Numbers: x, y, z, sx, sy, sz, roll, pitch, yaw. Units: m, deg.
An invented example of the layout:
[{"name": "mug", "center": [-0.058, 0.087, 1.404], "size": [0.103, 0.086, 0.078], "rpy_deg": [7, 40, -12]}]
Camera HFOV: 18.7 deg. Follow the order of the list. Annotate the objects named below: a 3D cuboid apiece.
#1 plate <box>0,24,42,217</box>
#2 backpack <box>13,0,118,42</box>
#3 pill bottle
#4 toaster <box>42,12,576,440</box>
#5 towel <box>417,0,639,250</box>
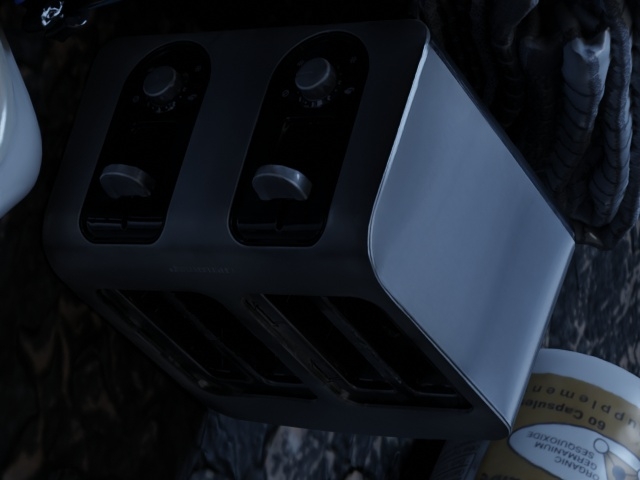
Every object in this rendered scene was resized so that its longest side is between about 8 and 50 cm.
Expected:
[{"name": "plate", "center": [-0.187, -0.073, 0.601], "size": [0.278, 0.045, 0.277], "rpy_deg": [-53, 134, -50]}, {"name": "backpack", "center": [-0.047, -0.165, 0.744], "size": [0.117, 0.158, 0.173], "rpy_deg": [66, 18, -11]}, {"name": "pill bottle", "center": [0.101, 0.178, 0.994], "size": [0.229, 0.131, 0.131], "rpy_deg": [-61, 138, -38]}, {"name": "toaster", "center": [0.000, 0.000, 0.805], "size": [0.186, 0.168, 0.110], "rpy_deg": [48, 54, -45]}, {"name": "towel", "center": [0.102, -0.149, 0.861], "size": [0.284, 0.121, 0.235], "rpy_deg": [74, 26, -68]}]
